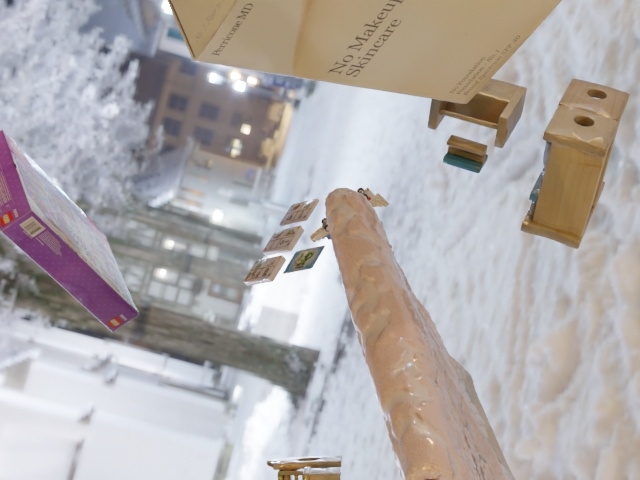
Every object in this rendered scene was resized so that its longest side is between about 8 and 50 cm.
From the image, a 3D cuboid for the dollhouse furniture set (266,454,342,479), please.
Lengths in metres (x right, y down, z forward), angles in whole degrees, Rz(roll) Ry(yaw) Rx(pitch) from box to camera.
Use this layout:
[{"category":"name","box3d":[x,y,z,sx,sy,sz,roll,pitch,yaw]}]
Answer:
[{"category":"dollhouse furniture set","box3d":[-0.020,0.379,1.369,0.161,0.101,0.182,56,-149,-85]}]

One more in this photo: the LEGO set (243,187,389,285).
[{"category":"LEGO set","box3d":[0.000,0.000,1.736,0.244,0.060,0.182,-13,39,50]}]

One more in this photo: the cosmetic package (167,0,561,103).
[{"category":"cosmetic package","box3d":[0.041,-0.219,0.890,0.160,0.309,0.113,-49,54,39]}]

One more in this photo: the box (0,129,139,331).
[{"category":"box","box3d":[-0.399,-0.010,1.624,0.201,0.057,0.293,58,-178,42]}]

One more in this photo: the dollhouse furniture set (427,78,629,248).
[{"category":"dollhouse furniture set","box3d":[0.219,-0.103,1.156,0.129,0.183,0.129,-53,-24,-47]}]

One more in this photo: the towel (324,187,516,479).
[{"category":"towel","box3d":[0.109,0.152,0.937,0.317,0.053,0.332,56,-169,-38]}]
